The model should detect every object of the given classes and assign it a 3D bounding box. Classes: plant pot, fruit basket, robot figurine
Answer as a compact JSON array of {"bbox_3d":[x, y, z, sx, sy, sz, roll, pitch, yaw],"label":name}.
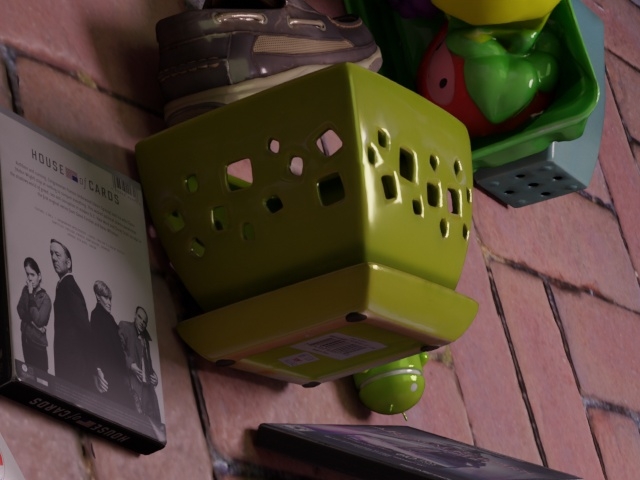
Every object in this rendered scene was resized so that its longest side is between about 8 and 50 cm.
[{"bbox_3d":[0.250,-0.173,2.342,0.166,0.165,0.234,30,51,-51],"label":"plant pot"},{"bbox_3d":[0.161,-0.276,2.106,0.392,0.283,0.392,-19,90,-78],"label":"fruit basket"},{"bbox_3d":[0.000,0.000,1.643,0.228,0.227,0.207,22,55,-56],"label":"plant pot"},{"bbox_3d":[0.061,0.115,1.828,0.101,0.067,0.115,30,42,-59],"label":"robot figurine"}]

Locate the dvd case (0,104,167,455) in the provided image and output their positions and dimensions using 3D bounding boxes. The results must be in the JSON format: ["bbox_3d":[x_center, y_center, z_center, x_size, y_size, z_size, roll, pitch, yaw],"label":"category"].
[{"bbox_3d":[-0.191,0.030,1.466,0.179,0.029,0.239,32,41,-49],"label":"dvd case"}]

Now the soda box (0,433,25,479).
[{"bbox_3d":[-0.228,0.178,1.214,0.216,0.074,0.069,63,26,-4],"label":"soda box"}]

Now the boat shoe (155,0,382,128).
[{"bbox_3d":[-0.043,-0.190,1.804,0.355,0.132,0.130,-33,108,-65],"label":"boat shoe"}]

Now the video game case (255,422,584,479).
[{"bbox_3d":[0.094,0.198,1.698,0.274,0.196,0.026,9,95,-60],"label":"video game case"}]
